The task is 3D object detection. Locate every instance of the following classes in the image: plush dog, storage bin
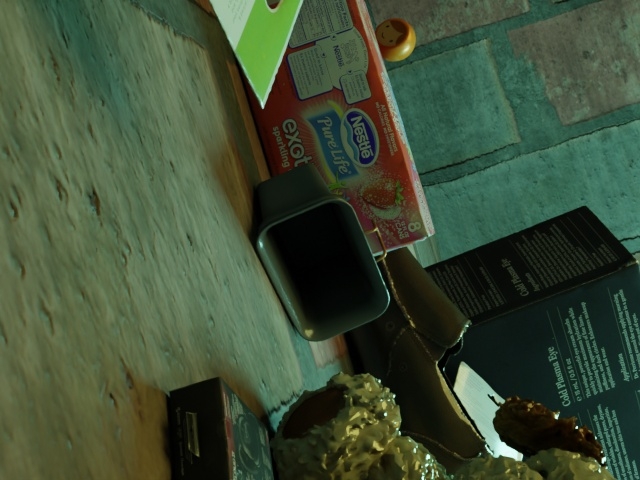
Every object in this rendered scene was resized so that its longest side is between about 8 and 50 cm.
[{"bbox_3d":[0.103,0.217,0.687,0.262,0.225,0.211,-94,164,-53],"label":"plush dog"},{"bbox_3d":[0.000,0.000,0.904,0.091,0.098,0.135,-111,177,-53],"label":"storage bin"}]

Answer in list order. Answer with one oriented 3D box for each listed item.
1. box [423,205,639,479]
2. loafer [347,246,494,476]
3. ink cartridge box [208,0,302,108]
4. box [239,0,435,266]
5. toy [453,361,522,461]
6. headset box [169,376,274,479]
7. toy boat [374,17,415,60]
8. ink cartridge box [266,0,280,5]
[{"bbox_3d":[0.274,0.181,1.389,0.179,0.312,0.343,-110,179,-63],"label":"box"},{"bbox_3d":[0.100,0.095,1.153,0.134,0.130,0.366,24,50,-77],"label":"loafer"},{"bbox_3d":[-0.087,-0.220,0.575,0.255,0.097,0.189,61,39,-53],"label":"ink cartridge box"},{"bbox_3d":[0.015,-0.107,1.033,0.122,0.128,0.257,-11,84,-80],"label":"box"},{"bbox_3d":[0.161,0.278,1.224,0.137,0.056,0.237,42,48,-26],"label":"toy"},{"bbox_3d":[-0.052,0.117,0.565,0.083,0.032,0.062,58,18,-54],"label":"headset box"},{"bbox_3d":[0.060,-0.268,1.482,0.231,0.151,0.151,-43,116,-79],"label":"toy boat"},{"bbox_3d":[-0.022,-0.254,1.115,0.067,0.115,0.198,-97,167,-45],"label":"ink cartridge box"}]
